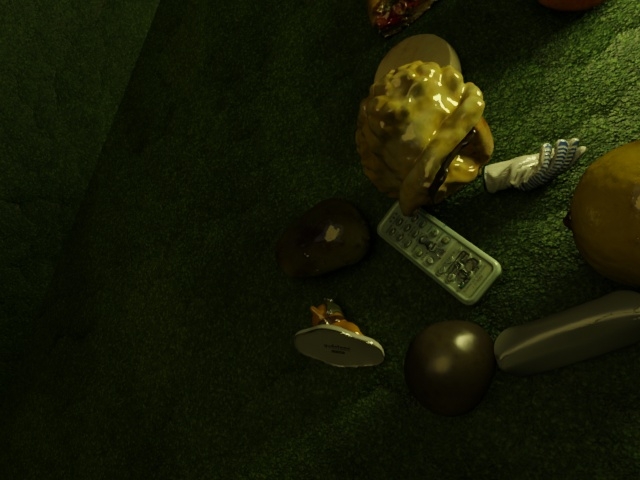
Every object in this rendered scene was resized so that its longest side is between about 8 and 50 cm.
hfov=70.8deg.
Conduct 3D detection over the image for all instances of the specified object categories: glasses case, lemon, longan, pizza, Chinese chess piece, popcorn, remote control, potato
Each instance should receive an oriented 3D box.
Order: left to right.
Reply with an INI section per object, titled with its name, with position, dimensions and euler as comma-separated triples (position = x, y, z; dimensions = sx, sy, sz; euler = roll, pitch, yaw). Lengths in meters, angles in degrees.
[potato]
position = 0.000, 0.000, 1.288
dimensions = 0.307, 0.173, 0.210
euler = -29, 64, 21
[Chinese chess piece]
position = 0.273, -0.453, 1.278
dimensions = 0.250, 0.097, 0.251
euler = -11, 71, 32
[popcorn]
position = 0.245, -0.230, 1.072
dimensions = 0.349, 0.349, 0.382
euler = -33, 34, 22
[pizza]
position = 0.326, -0.849, 1.338
dimensions = 0.406, 0.130, 0.440
euler = 4, 79, 37
[remote control]
position = 0.294, 0.022, 1.150
dimensions = 0.128, 0.065, 0.335
euler = -52, 55, 8
[longan]
position = 0.287, 0.278, 1.006
dimensions = 0.196, 0.196, 0.220
euler = 36, 95, 35
[glasses case]
position = 0.520, 0.195, 0.924
dimensions = 0.308, 0.128, 0.083
euler = -28, 38, 25
[lemon]
position = 0.621, -0.049, 0.819
dimensions = 0.297, 0.297, 0.297
euler = -10, 71, 32

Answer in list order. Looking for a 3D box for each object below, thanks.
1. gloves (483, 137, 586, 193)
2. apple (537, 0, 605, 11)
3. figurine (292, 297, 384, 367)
[gloves]
position = 0.495, -0.171, 1.054
dimensions = 0.229, 0.097, 0.119
euler = -23, 20, 35
[apple]
position = 0.603, -0.705, 1.024
dimensions = 0.299, 0.275, 0.299
euler = -6, 78, 29
[figurine]
position = 0.062, 0.246, 1.237
dimensions = 0.250, 0.167, 0.141
euler = 11, 44, 12
